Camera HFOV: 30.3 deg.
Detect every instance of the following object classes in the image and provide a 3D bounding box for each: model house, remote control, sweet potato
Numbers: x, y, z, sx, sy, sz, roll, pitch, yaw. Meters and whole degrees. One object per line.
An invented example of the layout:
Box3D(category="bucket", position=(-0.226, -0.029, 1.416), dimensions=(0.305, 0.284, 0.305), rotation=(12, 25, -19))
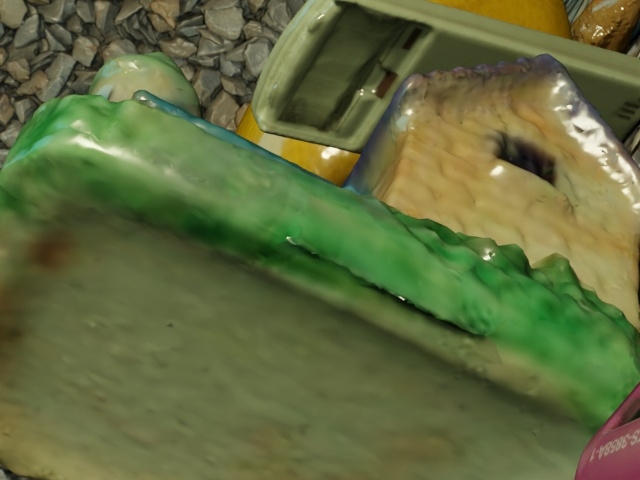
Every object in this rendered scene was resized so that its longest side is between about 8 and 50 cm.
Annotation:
Box3D(category="model house", position=(0.000, 0.000, 0.628), dimensions=(0.280, 0.312, 0.245), rotation=(-69, 5, -48))
Box3D(category="remote control", position=(0.095, -0.100, 0.803), dimensions=(0.123, 0.285, 0.038), rotation=(-57, 39, 37))
Box3D(category="sweet potato", position=(0.238, -0.163, 1.082), dimensions=(0.068, 0.060, 0.206), rotation=(-18, -29, -23))

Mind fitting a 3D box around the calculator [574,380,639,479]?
Box3D(category="calculator", position=(0.162, 0.018, 0.422), dimensions=(0.190, 0.034, 0.126), rotation=(-54, -2, -26))

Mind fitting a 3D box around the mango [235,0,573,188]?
Box3D(category="mango", position=(0.077, -0.081, 0.977), dimensions=(0.378, 0.264, 0.221), rotation=(-57, 29, -9))
